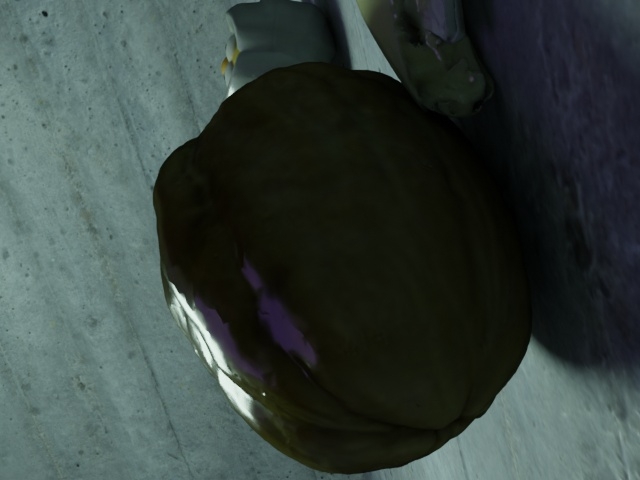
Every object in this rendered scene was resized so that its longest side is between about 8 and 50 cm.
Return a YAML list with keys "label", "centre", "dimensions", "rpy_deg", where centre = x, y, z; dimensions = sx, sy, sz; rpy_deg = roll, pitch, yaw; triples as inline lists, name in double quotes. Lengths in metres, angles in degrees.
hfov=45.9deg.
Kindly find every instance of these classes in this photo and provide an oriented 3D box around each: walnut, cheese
- label: "walnut"
  centre: [0.016, 0.017, 0.500]
  dimensions: [0.227, 0.282, 0.283]
  rpy_deg: [-55, 36, 25]
- label: "cheese"
  centre: [0.043, -0.178, 0.501]
  dimensions: [0.235, 0.049, 0.127]
  rpy_deg: [-115, 7, -56]

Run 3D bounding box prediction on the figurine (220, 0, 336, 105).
- label: "figurine"
  centre: [-0.049, -0.206, 0.910]
  dimensions: [0.236, 0.132, 0.176]
  rpy_deg: [-118, 29, -90]
